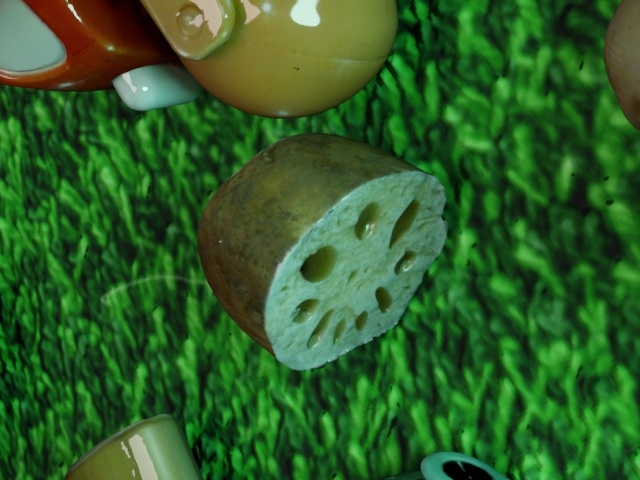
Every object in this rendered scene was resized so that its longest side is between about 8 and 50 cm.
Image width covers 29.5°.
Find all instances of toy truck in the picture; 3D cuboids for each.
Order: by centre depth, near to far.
[{"bbox_3d":[-0.091,-0.146,0.661,0.265,0.189,0.239,-32,83,34],"label":"toy truck"}]

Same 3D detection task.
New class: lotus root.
[{"bbox_3d":[0.000,-0.002,0.640,0.081,0.122,0.112,47,143,32],"label":"lotus root"}]

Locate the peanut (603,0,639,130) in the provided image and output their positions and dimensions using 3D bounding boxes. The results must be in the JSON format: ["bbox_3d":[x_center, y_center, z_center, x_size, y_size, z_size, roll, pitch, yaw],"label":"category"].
[{"bbox_3d":[0.178,-0.112,0.528,0.076,0.076,0.152,40,118,28],"label":"peanut"}]

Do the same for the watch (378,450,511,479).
[{"bbox_3d":[0.083,0.226,0.632,0.237,0.068,0.195,28,107,36],"label":"watch"}]

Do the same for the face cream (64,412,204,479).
[{"bbox_3d":[-0.071,0.255,0.737,0.139,0.067,0.285,-44,67,52],"label":"face cream"}]
